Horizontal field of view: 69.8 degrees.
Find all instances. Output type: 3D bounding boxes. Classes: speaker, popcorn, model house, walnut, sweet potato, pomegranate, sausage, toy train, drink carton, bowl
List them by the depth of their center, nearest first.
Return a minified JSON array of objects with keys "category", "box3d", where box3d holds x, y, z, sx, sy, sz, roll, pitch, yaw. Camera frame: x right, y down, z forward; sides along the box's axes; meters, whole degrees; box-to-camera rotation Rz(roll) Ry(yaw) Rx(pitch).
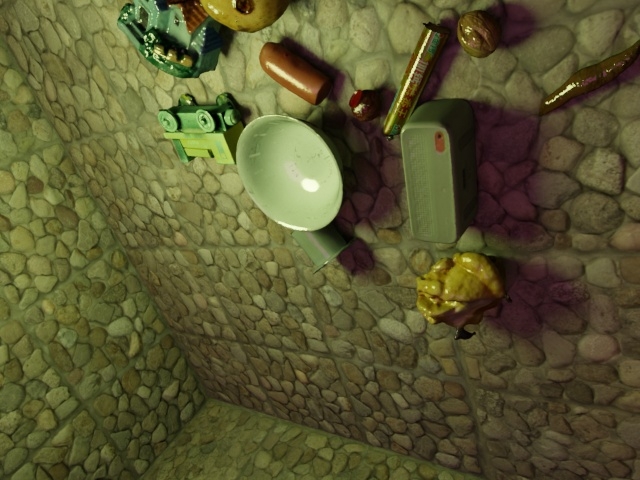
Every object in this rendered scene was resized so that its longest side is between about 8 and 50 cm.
[{"category":"sweet potato","box3d":[0.644,-0.386,1.121,0.067,0.067,0.274,50,141,-7]},{"category":"walnut","box3d":[0.399,-0.525,1.163,0.124,0.105,0.105,47,136,3]},{"category":"pomegranate","box3d":[-0.217,-0.746,1.319,0.281,0.281,0.281,19,131,23]},{"category":"sausage","box3d":[0.262,-0.442,1.339,0.082,0.082,0.371,32,136,11]},{"category":"speaker","box3d":[0.358,-0.195,1.378,0.183,0.184,0.406,7,126,32]},{"category":"model house","box3d":[-0.445,-0.741,1.463,0.295,0.252,0.329,51,141,2]},{"category":"sausage","box3d":[-0.091,-0.545,1.491,0.259,0.113,0.113,36,136,7]},{"category":"popcorn","box3d":[0.474,0.161,1.543,0.316,0.281,0.297,-38,137,19]},{"category":"bowl","box3d":[-0.067,-0.265,1.621,0.435,0.196,0.435,20,132,23]},{"category":"drink carton","box3d":[0.000,0.000,1.792,0.189,0.191,0.185,54,137,-2]},{"category":"toy train","box3d":[-0.462,-0.432,1.814,0.397,0.160,0.253,9,134,30]}]

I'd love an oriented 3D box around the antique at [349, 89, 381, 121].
[{"category":"antique","box3d":[0.143,-0.419,1.426,0.104,0.104,0.104,19,131,23]}]
